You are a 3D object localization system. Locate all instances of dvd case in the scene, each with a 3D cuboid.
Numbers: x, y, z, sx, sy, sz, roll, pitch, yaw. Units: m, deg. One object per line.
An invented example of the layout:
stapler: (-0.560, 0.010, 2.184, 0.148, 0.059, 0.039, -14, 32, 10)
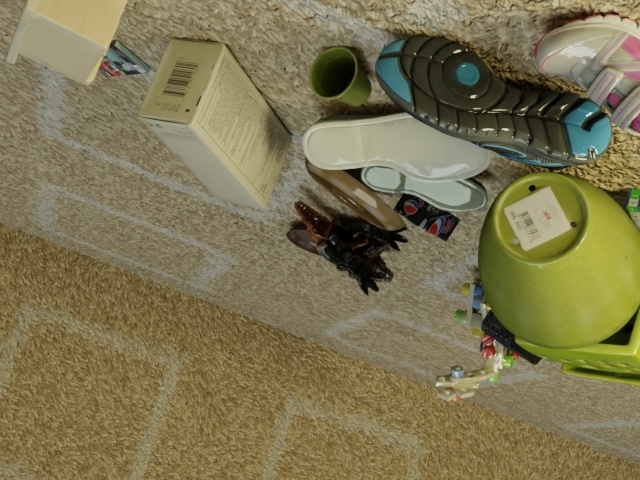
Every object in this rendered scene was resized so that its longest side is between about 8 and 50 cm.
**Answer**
dvd case: (-0.375, -0.325, 1.620, 0.119, 0.013, 0.087, 5, 158, 40)

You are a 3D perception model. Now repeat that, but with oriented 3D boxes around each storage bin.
storage bin: (0.442, 0.184, 1.966, 0.084, 0.122, 0.180, 32, 179, 38)

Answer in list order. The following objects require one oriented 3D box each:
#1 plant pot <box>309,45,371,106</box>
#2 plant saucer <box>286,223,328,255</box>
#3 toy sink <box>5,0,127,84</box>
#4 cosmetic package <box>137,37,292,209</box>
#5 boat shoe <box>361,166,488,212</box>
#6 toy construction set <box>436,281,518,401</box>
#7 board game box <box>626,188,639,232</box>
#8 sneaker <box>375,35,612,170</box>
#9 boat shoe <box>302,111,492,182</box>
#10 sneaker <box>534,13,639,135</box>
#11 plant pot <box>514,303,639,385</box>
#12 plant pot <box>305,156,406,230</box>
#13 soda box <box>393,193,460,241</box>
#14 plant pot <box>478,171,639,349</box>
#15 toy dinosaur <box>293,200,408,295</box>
plant pot: (0.038, -0.240, 1.365, 0.083, 0.083, 0.079, 7, 171, 33)
plant saucer: (0.000, 0.000, 2.189, 0.168, 0.029, 0.168, 17, 163, 5)
toy sink: (-0.369, -0.337, 1.351, 0.131, 0.153, 0.234, 25, 161, -20)
cosmetic package: (-0.173, -0.195, 1.567, 0.113, 0.160, 0.309, 12, 160, 24)
boat shoe: (0.189, -0.113, 1.600, 0.227, 0.069, 0.081, 15, 128, 4)
toy construction set: (0.385, 0.236, 2.120, 0.151, 0.328, 0.215, 24, -151, 22)
board game box: (0.599, -0.022, 1.497, 0.136, 0.035, 0.201, 7, 159, 34)
sneaker: (0.229, -0.175, 1.275, 0.340, 0.125, 0.139, 23, 168, -5)
boat shoe: (0.133, -0.166, 1.497, 0.319, 0.116, 0.099, 4, -158, 21)
sneaker: (0.380, -0.190, 1.090, 0.252, 0.111, 0.103, 16, 162, 11)
plant pot: (0.510, 0.131, 1.592, 0.228, 0.227, 0.207, 2, 152, 43)
plant pot: (0.059, -0.087, 1.715, 0.236, 0.032, 0.236, 36, 178, 1)
soda box: (0.204, -0.048, 1.705, 0.060, 0.053, 0.169, 37, -172, 29)
plant pot: (0.354, 0.009, 1.377, 0.274, 0.275, 0.293, 11, 169, 23)
toy dinosaur: (0.057, 0.019, 2.007, 0.321, 0.164, 0.218, 12, -176, -37)
